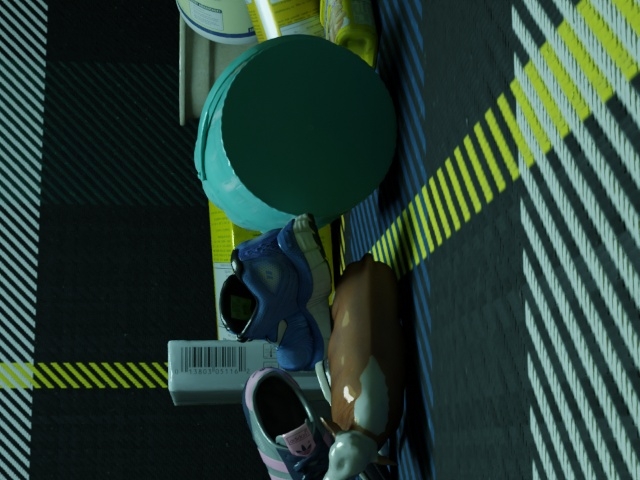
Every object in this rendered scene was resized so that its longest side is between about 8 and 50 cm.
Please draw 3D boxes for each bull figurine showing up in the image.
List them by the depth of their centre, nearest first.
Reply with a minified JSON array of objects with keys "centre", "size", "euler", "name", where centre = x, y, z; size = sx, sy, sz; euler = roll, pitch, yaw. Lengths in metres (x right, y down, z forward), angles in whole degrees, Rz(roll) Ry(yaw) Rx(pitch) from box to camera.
[{"centre":[0.054,0.174,1.364],"size":[0.188,0.101,0.310],"euler":[96,-179,-64],"name":"bull figurine"}]

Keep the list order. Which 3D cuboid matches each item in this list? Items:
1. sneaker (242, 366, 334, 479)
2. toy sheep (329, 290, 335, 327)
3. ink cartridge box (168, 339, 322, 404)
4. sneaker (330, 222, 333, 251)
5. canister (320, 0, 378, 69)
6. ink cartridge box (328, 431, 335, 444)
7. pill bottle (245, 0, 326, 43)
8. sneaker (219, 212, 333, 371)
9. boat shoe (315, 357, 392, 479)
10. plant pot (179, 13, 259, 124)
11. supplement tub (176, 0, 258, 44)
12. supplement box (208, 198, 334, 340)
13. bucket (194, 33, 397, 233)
[{"centre":[-0.022,0.323,1.564],"size":[0.319,0.112,0.131],"euler":[56,166,18],"name":"sneaker"},{"centre":[0.040,0.132,1.606],"size":[0.091,0.091,0.132],"euler":[111,154,-73],"name":"toy sheep"},{"centre":[-0.113,0.242,1.972],"size":[0.385,0.308,0.091],"euler":[118,151,-77],"name":"ink cartridge box"},{"centre":[0.000,0.000,2.180],"size":[0.118,0.042,0.067],"euler":[133,134,-70],"name":"sneaker"},{"centre":[0.044,-0.331,1.686],"size":[0.126,0.073,0.170],"euler":[97,169,-49],"name":"canister"},{"centre":[0.045,0.298,1.644],"size":[0.115,0.063,0.029],"euler":[105,166,-67],"name":"ink cartridge box"},{"centre":[-0.038,-0.349,1.833],"size":[0.136,0.136,0.246],"euler":[-111,2,-73],"name":"pill bottle"},{"centre":[-0.064,0.083,1.484],"size":[0.330,0.147,0.130],"euler":[85,171,-56],"name":"sneaker"},{"centre":[0.059,0.242,1.473],"size":[0.206,0.065,0.075],"euler":[66,-169,23],"name":"boat shoe"},{"centre":[-0.142,-0.406,2.321],"size":[0.334,0.305,0.334],"euler":[-179,90,-83],"name":"plant pot"},{"centre":[-0.162,-0.541,2.007],"size":[0.325,0.235,0.235],"euler":[92,176,-64],"name":"supplement tub"},{"centre":[-0.094,0.040,2.091],"size":[0.194,0.195,0.356],"euler":[180,86,-73],"name":"supplement box"},{"centre":[-0.032,-0.143,1.514],"size":[0.183,0.281,0.281],"euler":[161,109,-77],"name":"bucket"}]
